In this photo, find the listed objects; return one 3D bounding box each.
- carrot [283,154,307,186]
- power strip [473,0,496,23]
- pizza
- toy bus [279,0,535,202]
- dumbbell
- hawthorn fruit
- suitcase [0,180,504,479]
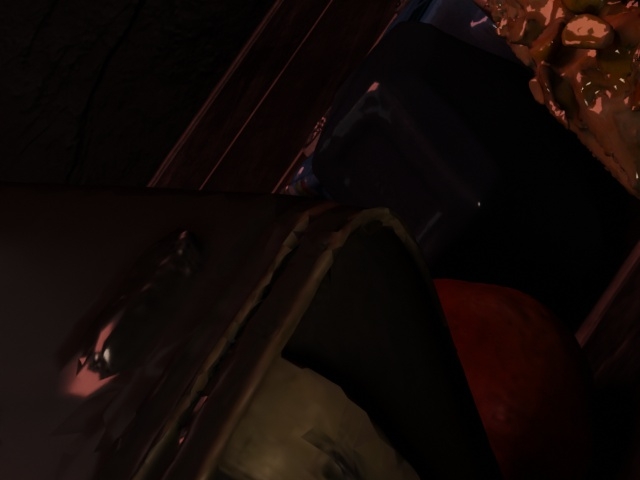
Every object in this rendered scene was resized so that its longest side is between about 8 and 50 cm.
[{"bbox_3d":[0.000,0.000,1.296,0.087,0.087,0.193,-61,1,-31],"label":"carrot"},{"bbox_3d":[0.143,-0.167,0.989,0.154,0.078,0.154,-14,63,28],"label":"power strip"},{"bbox_3d":[0.137,-0.138,0.890,0.147,0.069,0.226,18,82,33],"label":"pizza"},{"bbox_3d":[0.090,-0.098,1.112,0.234,0.116,0.133,-58,9,-13],"label":"toy bus"},{"bbox_3d":[0.003,0.043,0.975,0.325,0.160,0.144,-48,41,30],"label":"dumbbell"},{"bbox_3d":[0.048,0.075,0.767,0.125,0.140,0.125,-20,61,40],"label":"hawthorn fruit"},{"bbox_3d":[-0.077,0.192,0.473,0.194,0.283,0.434,3,46,29],"label":"suitcase"}]
